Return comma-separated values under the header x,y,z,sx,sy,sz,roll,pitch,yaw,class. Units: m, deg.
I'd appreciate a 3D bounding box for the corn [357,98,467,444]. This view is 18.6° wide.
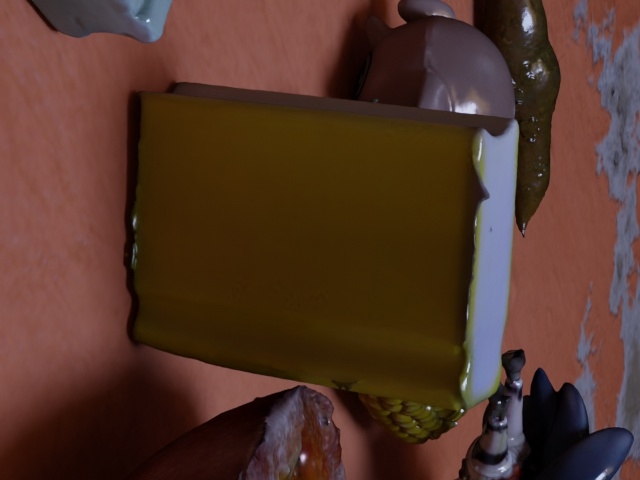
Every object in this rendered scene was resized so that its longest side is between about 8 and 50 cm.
x,y,z,sx,sy,sz,roll,pitch,yaw,class
0.040,0.033,1.342,0.310,0.101,0.101,75,31,-46,corn

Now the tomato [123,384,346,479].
x,y,z,sx,sy,sz,roll,pitch,yaw,class
-0.059,0.245,1.074,0.338,0.143,0.338,-9,90,-77,tomato

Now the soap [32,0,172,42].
x,y,z,sx,sy,sz,roll,pitch,yaw,class
-0.103,-0.216,1.014,0.119,0.066,0.198,52,48,-54,soap

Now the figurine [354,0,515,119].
x,y,z,sx,sy,sz,roll,pitch,yaw,class
0.076,-0.096,1.380,0.125,0.125,0.138,65,23,-48,figurine

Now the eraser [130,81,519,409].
x,y,z,sx,sy,sz,roll,pitch,yaw,class
0.000,0.000,1.097,0.069,0.226,0.158,-14,109,-62,eraser

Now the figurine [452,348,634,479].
x,y,z,sx,sy,sz,roll,pitch,yaw,class
0.149,0.220,1.457,0.175,0.197,0.265,-31,162,-37,figurine

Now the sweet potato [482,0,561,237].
x,y,z,sx,sy,sz,roll,pitch,yaw,class
0.169,-0.129,1.629,0.067,0.067,0.274,-51,141,-50,sweet potato
